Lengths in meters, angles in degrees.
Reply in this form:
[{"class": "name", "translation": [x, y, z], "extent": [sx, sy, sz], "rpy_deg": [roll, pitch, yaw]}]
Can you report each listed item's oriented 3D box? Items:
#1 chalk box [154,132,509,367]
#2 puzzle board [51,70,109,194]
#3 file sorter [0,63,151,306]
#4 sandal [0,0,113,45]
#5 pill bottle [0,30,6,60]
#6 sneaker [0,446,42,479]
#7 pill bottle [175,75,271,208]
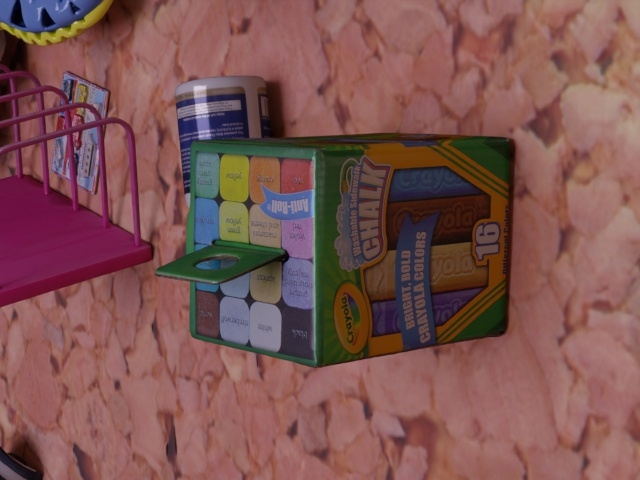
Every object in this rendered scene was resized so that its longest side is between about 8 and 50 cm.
[{"class": "chalk box", "translation": [0.000, 0.000, 1.295], "extent": [0.180, 0.289, 0.179], "rpy_deg": [8, 100, 48]}, {"class": "puzzle board", "translation": [-0.290, -0.130, 1.825], "extent": [0.096, 0.011, 0.128], "rpy_deg": [27, 114, 44]}, {"class": "file sorter", "translation": [-0.360, -0.079, 1.739], "extent": [0.291, 0.202, 0.182], "rpy_deg": [26, 125, 44]}, {"class": "sandal", "translation": [-0.358, -0.307, 1.747], "extent": [0.317, 0.138, 0.126], "rpy_deg": [3, 55, 34]}, {"class": "pill bottle", "translation": [-0.543, -0.142, 1.967], "extent": [0.204, 0.204, 0.361], "rpy_deg": [54, 130, 30]}, {"class": "sneaker", "translation": [-0.416, 0.379, 1.965], "extent": [0.099, 0.153, 0.282], "rpy_deg": [16, 135, 44]}, {"class": "pill bottle", "translation": [-0.094, -0.077, 1.543], "extent": [0.094, 0.094, 0.169], "rpy_deg": [-7, 88, 49]}]
